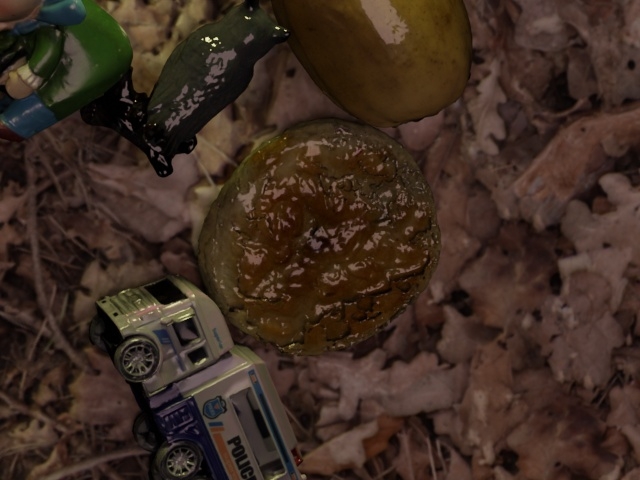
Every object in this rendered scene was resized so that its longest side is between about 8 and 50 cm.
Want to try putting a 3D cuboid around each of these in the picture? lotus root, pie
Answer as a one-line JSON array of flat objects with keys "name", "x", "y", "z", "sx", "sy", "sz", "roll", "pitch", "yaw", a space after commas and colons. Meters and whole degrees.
[{"name": "lotus root", "x": 0.032, "y": -0.254, "z": 1.590, "sx": 0.183, "sy": 0.183, "sz": 0.310, "roll": -34, "pitch": 107, "yaw": -4}, {"name": "pie", "x": 0.000, "y": 0.000, "z": 1.719, "sx": 0.274, "sy": 0.055, "sz": 0.274, "roll": -4, "pitch": 111, "yaw": -12}]

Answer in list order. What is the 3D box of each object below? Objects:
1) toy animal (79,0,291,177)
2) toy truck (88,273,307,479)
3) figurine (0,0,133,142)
[{"name": "toy animal", "x": -0.129, "y": -0.157, "z": 1.572, "sx": 0.121, "sy": 0.117, "sz": 0.210, "roll": 40, "pitch": 120, "yaw": -16}, {"name": "toy truck", "x": -0.129, "y": 0.164, "z": 1.693, "sx": 0.155, "sy": 0.124, "sz": 0.268, "roll": -26, "pitch": 112, "yaw": -15}, {"name": "figurine", "x": -0.305, "y": -0.226, "z": 1.543, "sx": 0.185, "sy": 0.127, "sz": 0.234, "roll": -32, "pitch": 121, "yaw": 3}]
